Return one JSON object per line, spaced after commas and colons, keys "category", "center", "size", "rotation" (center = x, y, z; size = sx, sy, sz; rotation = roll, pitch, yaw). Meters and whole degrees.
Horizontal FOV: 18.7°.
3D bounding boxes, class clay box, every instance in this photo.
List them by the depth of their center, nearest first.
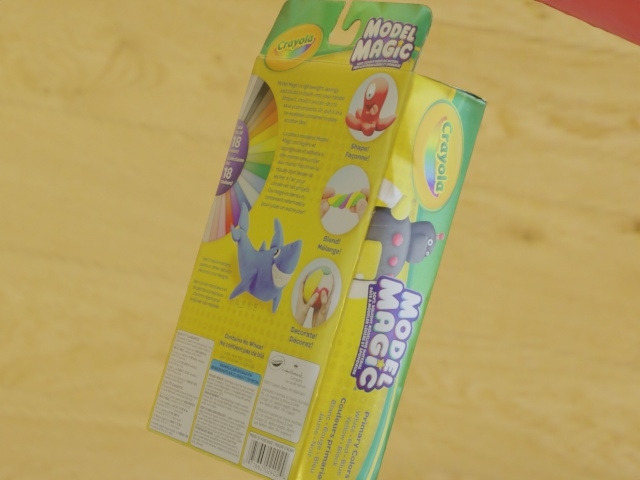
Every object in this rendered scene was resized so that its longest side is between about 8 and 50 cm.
{"category": "clay box", "center": [0.000, 0.000, 0.901], "size": [0.053, 0.127, 0.222], "rotation": [20, 86, -36]}

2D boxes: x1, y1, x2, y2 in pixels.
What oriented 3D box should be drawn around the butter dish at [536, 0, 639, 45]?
{"category": "butter dish", "center": [0.096, -0.140, 0.487], "size": [0.160, 0.118, 0.160], "rotation": [25, 125, 14]}
